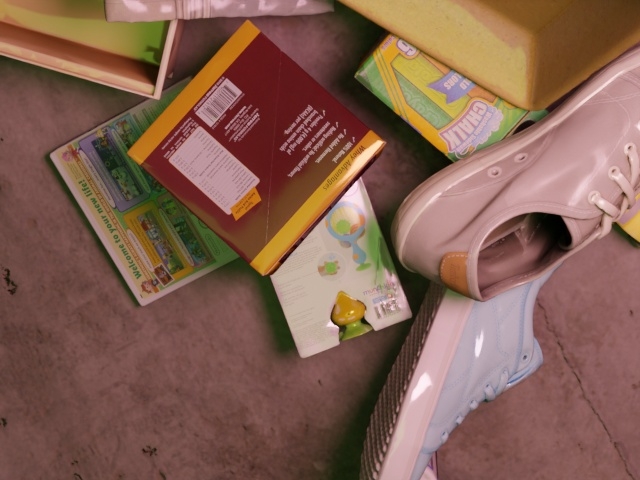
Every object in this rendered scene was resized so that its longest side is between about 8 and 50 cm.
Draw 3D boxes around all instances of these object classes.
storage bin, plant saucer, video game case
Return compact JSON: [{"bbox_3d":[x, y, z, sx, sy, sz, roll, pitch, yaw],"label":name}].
[{"bbox_3d":[-0.256,-0.320,1.373,0.260,0.123,0.262,16,107,-1],"label":"storage bin"},{"bbox_3d":[0.123,-0.266,1.150,0.332,0.333,0.081,30,78,-5],"label":"plant saucer"},{"bbox_3d":[-0.179,-0.055,1.495,0.193,0.023,0.212,-27,103,11],"label":"video game case"}]

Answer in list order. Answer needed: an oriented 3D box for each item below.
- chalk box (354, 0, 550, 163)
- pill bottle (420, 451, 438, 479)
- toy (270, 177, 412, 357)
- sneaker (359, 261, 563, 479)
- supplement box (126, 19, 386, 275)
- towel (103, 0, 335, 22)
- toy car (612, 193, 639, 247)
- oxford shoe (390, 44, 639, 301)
[{"bbox_3d":[0.159,-0.165,1.381,0.213,0.132,0.132,39,105,-7],"label":"chalk box"},{"bbox_3d":[0.098,0.264,1.506,0.078,0.137,0.078,1,105,4],"label":"pill bottle"},{"bbox_3d":[0.000,0.000,1.473,0.137,0.056,0.237,-21,89,0],"label":"toy"},{"bbox_3d":[0.168,0.139,1.411,0.150,0.135,0.366,26,79,-5],"label":"sneaker"},{"bbox_3d":[-0.065,-0.094,1.383,0.194,0.129,0.191,42,89,1],"label":"supplement box"},{"bbox_3d":[-0.069,-0.375,1.268,0.312,0.056,0.324,-10,117,-22],"label":"towel"},{"bbox_3d":[0.423,0.039,1.461,0.239,0.053,0.225,6,106,3],"label":"toy car"},{"bbox_3d":[0.286,-0.074,1.336,0.449,0.130,0.169,-32,141,-10],"label":"oxford shoe"}]
